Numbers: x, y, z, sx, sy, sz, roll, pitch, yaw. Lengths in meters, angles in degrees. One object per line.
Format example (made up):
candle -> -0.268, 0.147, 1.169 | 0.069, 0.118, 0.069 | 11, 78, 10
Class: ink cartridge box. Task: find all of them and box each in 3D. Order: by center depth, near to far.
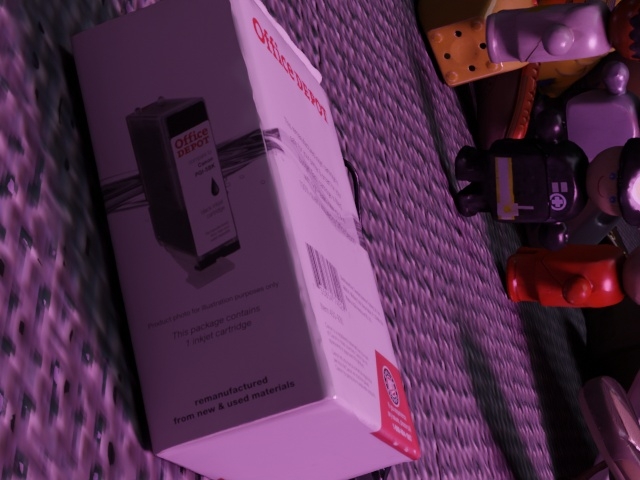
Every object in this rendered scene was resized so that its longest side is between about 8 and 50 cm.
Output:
ink cartridge box -> -0.022, 0.003, 0.535 | 0.099, 0.056, 0.135 | 43, 30, -65

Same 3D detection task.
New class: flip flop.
flip flop -> 0.176, 0.191, 1.087 | 0.277, 0.080, 0.112 | 79, -4, -52

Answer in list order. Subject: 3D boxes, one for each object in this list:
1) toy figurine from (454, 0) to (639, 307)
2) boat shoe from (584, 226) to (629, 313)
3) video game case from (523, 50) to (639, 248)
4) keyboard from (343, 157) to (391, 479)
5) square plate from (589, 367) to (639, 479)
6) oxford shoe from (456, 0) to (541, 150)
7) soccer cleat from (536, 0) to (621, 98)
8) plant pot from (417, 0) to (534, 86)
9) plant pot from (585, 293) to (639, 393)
toy figurine -> 0.204, -0.064, 1.273 | 0.213, 0.148, 0.209 | 56, 41, -51
boat shoe -> 0.309, 0.049, 1.877 | 0.207, 0.073, 0.073 | 62, 15, -5
video game case -> 0.265, -0.173, 1.576 | 0.036, 0.300, 0.329 | 22, 38, -24
keyboard -> 0.000, 0.000, 0.683 | 0.100, 0.038, 0.192 | -71, 141, -71
square plate -> 0.313, 0.181, 1.394 | 0.347, 0.049, 0.344 | -58, 136, -29
oxford shoe -> 0.135, -0.192, 1.476 | 0.097, 0.098, 0.271 | 96, -5, -76
soccer cleat -> 0.228, -0.184, 1.536 | 0.289, 0.093, 0.121 | 2, -86, 62
plant pot -> 0.121, -0.163, 1.367 | 0.081, 0.081, 0.083 | 65, 27, -22
plant pot -> 0.379, 0.180, 1.654 | 0.263, 0.263, 0.229 | 46, 46, -62
